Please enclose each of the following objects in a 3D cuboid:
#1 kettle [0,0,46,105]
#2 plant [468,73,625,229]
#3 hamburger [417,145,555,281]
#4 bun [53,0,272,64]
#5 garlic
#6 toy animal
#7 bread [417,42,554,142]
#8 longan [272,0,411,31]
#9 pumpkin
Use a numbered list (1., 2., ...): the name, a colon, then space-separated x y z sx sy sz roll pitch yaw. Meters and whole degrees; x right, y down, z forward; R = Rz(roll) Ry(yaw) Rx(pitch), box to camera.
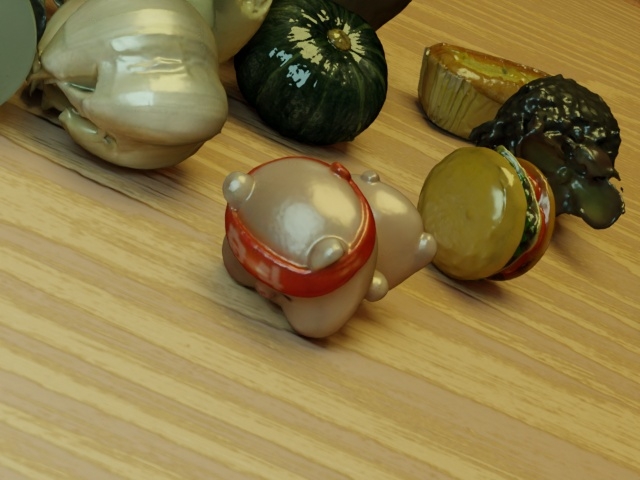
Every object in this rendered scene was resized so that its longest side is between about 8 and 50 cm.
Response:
1. kettle: -0.412 -0.283 1.190 0.265 0.205 0.318 18 29 -21
2. plant: 0.304 -0.114 1.544 0.204 0.178 0.234 36 36 -4
3. hamburger: 0.186 -0.029 1.299 0.115 0.162 0.162 5 32 -43
4. bun: -0.183 -0.390 1.389 0.364 0.364 0.202 35 39 18
5. garlic: -0.211 -0.188 1.208 0.203 0.185 0.281 -4 37 -29
6. toy animal: 0.000 0.000 1.086 0.171 0.171 0.197 40 22 28
7. bread: 0.288 -0.211 1.776 0.288 0.119 0.152 16 23 -18
8. longan: -0.036 -0.485 1.672 0.436 0.404 0.404 53 31 8
9. pumpkin: -0.010 -0.219 1.477 0.211 0.152 0.212 13 63 -26
